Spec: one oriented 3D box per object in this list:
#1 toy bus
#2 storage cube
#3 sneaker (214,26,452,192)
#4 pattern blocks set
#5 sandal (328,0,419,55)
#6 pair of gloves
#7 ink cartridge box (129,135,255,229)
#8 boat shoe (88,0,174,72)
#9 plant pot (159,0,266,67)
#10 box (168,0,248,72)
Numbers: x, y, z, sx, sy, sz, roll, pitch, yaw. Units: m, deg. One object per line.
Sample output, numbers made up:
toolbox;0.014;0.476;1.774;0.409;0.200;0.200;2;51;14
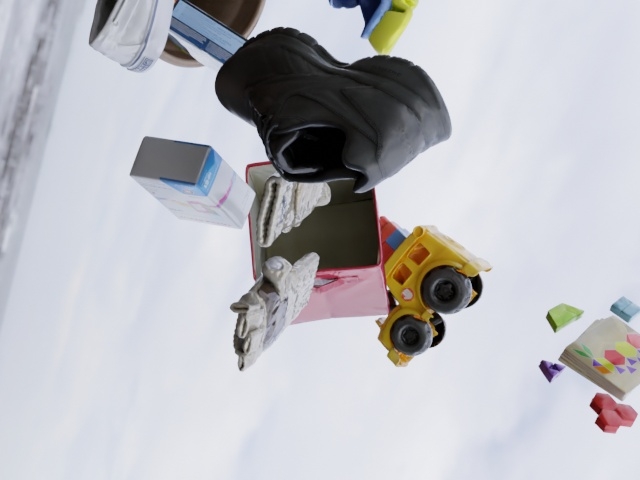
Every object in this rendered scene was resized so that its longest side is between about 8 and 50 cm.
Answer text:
toy bus;0.144;0.070;1.843;0.220;0.211;0.149;-52;168;13
storage cube;0.000;0.000;1.633;0.193;0.184;0.215;75;9;-63
sneaker;-0.019;-0.119;1.035;0.130;0.109;0.286;-44;-143;-24
pattern blocks set;0.525;0.210;1.986;0.285;0.325;0.026;45;-44;34
sandal;0.104;-0.445;1.737;0.317;0.138;0.126;-69;-171;-29
pair of gloves;-0.042;0.008;1.175;0.204;0.042;0.240;-49;153;-60
ink cartridge box;-0.139;-0.062;1.231;0.122;0.089;0.052;46;58;-60
boat shoe;-0.211;-0.319;1.266;0.095;0.084;0.258;-26;-126;44
plant pot;-0.249;-0.431;1.790;0.229;0.263;0.263;29;-73;46
box;-0.131;-0.253;1.491;0.044;0.159;0.233;-58;179;1
